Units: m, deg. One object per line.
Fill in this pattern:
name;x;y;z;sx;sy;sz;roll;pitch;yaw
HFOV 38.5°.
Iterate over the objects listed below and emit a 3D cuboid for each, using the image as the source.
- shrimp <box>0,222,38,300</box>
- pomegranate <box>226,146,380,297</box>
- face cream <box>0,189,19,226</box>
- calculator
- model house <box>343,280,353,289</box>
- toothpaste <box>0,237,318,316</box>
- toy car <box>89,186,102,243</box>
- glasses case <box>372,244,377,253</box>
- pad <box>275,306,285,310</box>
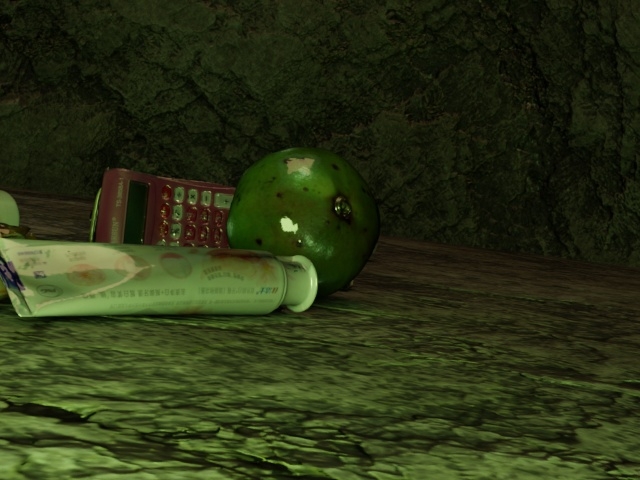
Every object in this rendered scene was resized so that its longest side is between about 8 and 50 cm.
shrimp;-0.302;0.019;0.816;0.152;0.062;0.287;10;7;12
pomegranate;-0.038;-0.014;1.113;0.187;0.186;0.225;5;-16;-31
face cream;-0.488;-0.029;1.091;0.082;0.081;0.269;9;5;31
calculator;-0.192;-0.021;1.193;0.191;0.126;0.034;9;-21;-18
model house;0.004;0.036;1.261;0.083;0.057;0.058;6;8;8
toothpaste;-0.139;0.036;0.838;0.323;0.066;0.100;5;35;-43
toy car;-0.197;-0.016;1.321;0.257;0.101;0.124;7;-5;17
glasses case;0.000;0.000;1.829;0.234;0.059;0.092;7;5;-21
pad;-0.242;0.043;1.027;0.248;0.007;0.368;4;4;-39
